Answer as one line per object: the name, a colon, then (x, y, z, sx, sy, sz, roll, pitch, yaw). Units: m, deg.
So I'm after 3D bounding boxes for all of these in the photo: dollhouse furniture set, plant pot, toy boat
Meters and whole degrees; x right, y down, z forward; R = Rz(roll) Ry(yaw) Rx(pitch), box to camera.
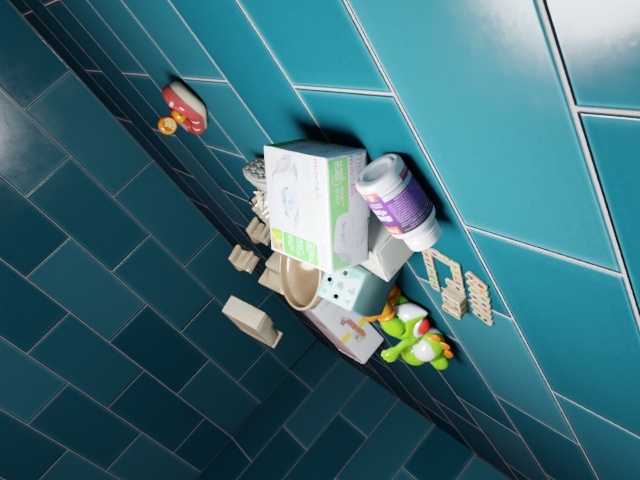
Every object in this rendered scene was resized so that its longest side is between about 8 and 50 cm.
dollhouse furniture set: (-0.174, 0.180, 2.175, 0.362, 0.394, 0.256, 24, 161, 20)
plant pot: (0.092, 0.111, 1.535, 0.165, 0.166, 0.234, 25, -171, 20)
plant pot: (-0.023, 0.090, 1.708, 0.109, 0.238, 0.237, -2, -166, -33)
toy boat: (-0.461, -0.404, 1.809, 0.151, 0.151, 0.231, 42, 166, 1)

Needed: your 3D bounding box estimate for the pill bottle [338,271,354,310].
pill bottle: (0.108, 0.132, 1.855, 0.131, 0.131, 0.229, 36, 157, 26)

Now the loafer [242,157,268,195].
loafer: (-0.114, -0.156, 1.667, 0.319, 0.112, 0.112, 31, 154, 38)

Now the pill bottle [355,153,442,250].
pill bottle: (0.166, -0.072, 1.139, 0.193, 0.108, 0.108, 50, 165, -26)

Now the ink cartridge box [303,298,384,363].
ink cartridge box: (0.073, 0.361, 2.592, 0.385, 0.160, 0.279, 49, 165, -23)

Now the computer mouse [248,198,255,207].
computer mouse: (-0.228, -0.074, 2.334, 0.242, 0.041, 0.071, 50, 175, 2)

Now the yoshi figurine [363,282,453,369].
yoshi figurine: (0.275, 0.304, 1.841, 0.362, 0.203, 0.203, 45, -178, -19)

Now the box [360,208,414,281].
box: (0.082, -0.041, 1.439, 0.311, 0.121, 0.148, 33, 163, 35)

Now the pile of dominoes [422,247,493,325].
pile of dominoes: (0.335, 0.125, 1.404, 0.196, 0.040, 0.251, 34, 164, 34)

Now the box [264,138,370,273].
box: (-0.007, -0.086, 1.285, 0.231, 0.126, 0.262, 22, 121, 48)

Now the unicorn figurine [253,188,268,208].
unicorn figurine: (-0.140, -0.145, 1.815, 0.060, 0.161, 0.111, 27, 133, 62)

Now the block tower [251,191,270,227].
block tower: (-0.097, -0.042, 1.940, 0.335, 0.091, 0.097, 46, -164, -12)
